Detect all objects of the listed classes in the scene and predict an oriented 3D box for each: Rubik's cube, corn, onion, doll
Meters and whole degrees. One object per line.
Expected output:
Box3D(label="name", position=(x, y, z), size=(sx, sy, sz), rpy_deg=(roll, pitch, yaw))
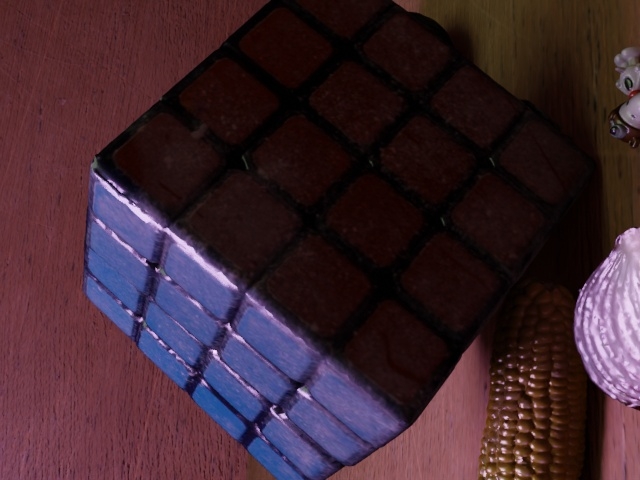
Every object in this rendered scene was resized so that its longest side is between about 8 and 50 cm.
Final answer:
Box3D(label="Rubik's cube", position=(0.000, 0.000, 0.951), size=(0.344, 0.344, 0.337), rpy_deg=(-45, -8, -28))
Box3D(label="corn", position=(0.185, 0.177, 0.844), size=(0.101, 0.101, 0.292), rpy_deg=(157, 118, -76))
Box3D(label="onion", position=(0.255, 0.049, 0.592), size=(0.206, 0.098, 0.151), rpy_deg=(-38, 69, 62))
Box3D(label="doll", position=(0.260, -0.119, 0.794), size=(0.058, 0.040, 0.085), rpy_deg=(-57, 30, 37))

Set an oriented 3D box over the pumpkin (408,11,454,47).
Box3D(label="pumpkin", position=(0.085, -0.197, 1.300), size=(0.250, 0.216, 0.250), rpy_deg=(-35, 34, 29))
